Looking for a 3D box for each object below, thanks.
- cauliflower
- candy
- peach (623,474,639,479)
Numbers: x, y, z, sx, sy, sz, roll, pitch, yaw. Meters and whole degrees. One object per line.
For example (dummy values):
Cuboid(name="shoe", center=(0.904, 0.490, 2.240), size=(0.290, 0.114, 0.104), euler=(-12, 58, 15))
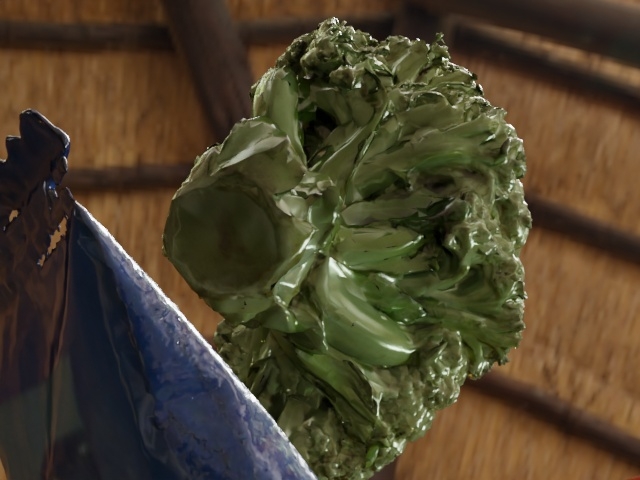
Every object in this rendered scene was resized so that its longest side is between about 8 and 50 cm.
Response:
Cuboid(name="cauliflower", center=(0.000, 0.000, 0.990), size=(0.250, 0.272, 0.275), euler=(22, -144, -61))
Cuboid(name="candy", center=(-0.027, 0.124, 0.519), size=(0.077, 0.187, 0.331), euler=(-37, -88, -29))
Cuboid(name="peach", center=(0.383, 0.403, 1.509), size=(0.388, 0.388, 0.388), euler=(6, -146, -4))
